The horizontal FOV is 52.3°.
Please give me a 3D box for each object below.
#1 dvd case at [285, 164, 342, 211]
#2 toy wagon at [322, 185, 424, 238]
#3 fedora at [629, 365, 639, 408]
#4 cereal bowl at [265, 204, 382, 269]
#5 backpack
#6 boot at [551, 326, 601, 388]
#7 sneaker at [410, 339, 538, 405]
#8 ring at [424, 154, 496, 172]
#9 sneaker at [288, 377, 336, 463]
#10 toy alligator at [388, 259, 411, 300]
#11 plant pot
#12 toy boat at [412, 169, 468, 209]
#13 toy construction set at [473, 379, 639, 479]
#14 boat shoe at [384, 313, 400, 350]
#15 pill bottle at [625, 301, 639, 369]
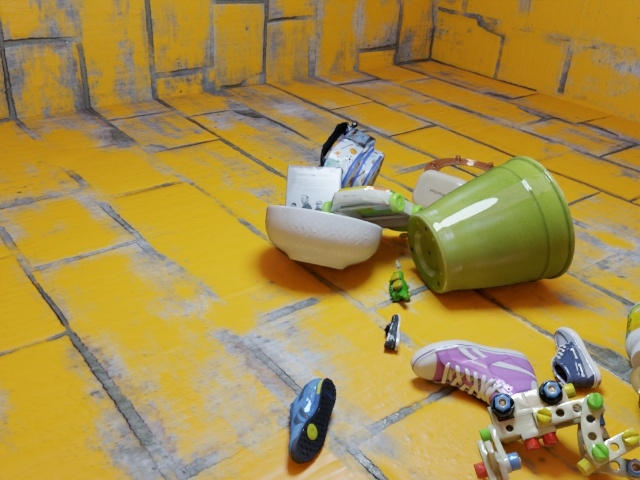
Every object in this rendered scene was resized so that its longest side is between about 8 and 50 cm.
[{"bbox_3d":[-0.023,-0.125,2.098,0.179,0.239,0.029,3,-16,0],"label":"dvd case"},{"bbox_3d":[0.184,-0.080,1.980,0.267,0.068,0.344,-4,-16,40],"label":"toy wagon"},{"bbox_3d":[0.768,0.353,1.428,0.194,0.079,0.194,8,29,-5],"label":"fedora"},{"bbox_3d":[0.000,0.000,1.860,0.339,0.141,0.339,12,-2,0],"label":"cereal bowl"},{"bbox_3d":[0.088,-0.236,2.275,0.213,0.276,0.263,30,39,17],"label":"backpack"},{"bbox_3d":[0.586,0.276,1.558,0.086,0.069,0.190,1,30,-11],"label":"boot"},{"bbox_3d":[0.347,0.309,1.443,0.282,0.102,0.161,3,32,-2],"label":"sneaker"},{"bbox_3d":[0.585,-0.274,2.608,0.336,0.032,0.336,3,28,-1],"label":"ring"},{"bbox_3d":[-0.032,0.371,1.335,0.082,0.069,0.209,-19,27,30],"label":"sneaker"},{"bbox_3d":[0.213,0.120,1.825,0.051,0.056,0.190,-34,25,15],"label":"toy alligator"},{"bbox_3d":[0.448,-0.015,1.833,0.353,0.366,0.366,-17,33,-13],"label":"plant pot"},{"bbox_3d":[0.446,-0.148,2.280,0.231,0.151,0.151,25,6,33],"label":"toy boat"},{"bbox_3d":[0.442,0.390,1.273,0.327,0.151,0.215,-9,57,-7],"label":"toy construction set"},{"bbox_3d":[0.178,0.227,1.629,0.038,0.046,0.125,10,37,1],"label":"boat shoe"},{"bbox_3d":[0.812,0.242,1.597,0.117,0.118,0.208,15,31,20],"label":"pill bottle"}]
